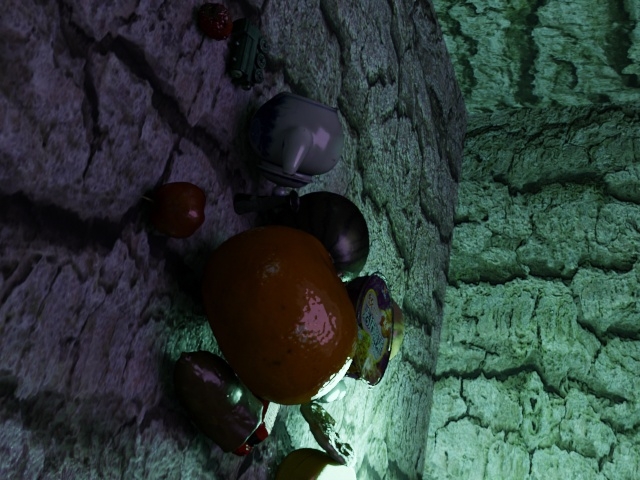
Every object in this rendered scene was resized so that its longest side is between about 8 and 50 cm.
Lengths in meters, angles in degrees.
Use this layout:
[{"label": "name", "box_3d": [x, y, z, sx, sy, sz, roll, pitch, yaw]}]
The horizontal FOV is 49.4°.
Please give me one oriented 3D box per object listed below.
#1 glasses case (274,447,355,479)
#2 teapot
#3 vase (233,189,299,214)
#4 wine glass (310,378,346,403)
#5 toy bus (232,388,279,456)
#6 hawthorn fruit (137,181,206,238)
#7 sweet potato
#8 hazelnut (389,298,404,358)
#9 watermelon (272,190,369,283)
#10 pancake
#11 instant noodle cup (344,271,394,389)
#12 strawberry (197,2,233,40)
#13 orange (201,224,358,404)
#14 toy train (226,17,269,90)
[{"label": "glasses case", "box_3d": [-0.017, 0.714, 2.071, 0.371, 0.141, 0.173, 42, 68, -58]}, {"label": "teapot", "box_3d": [-0.074, -0.242, 1.853, 0.424, 0.252, 0.280, -108, -144, -79]}, {"label": "vase", "box_3d": [-0.137, -0.097, 1.785, 0.059, 0.166, 0.059, -1, 90, -66]}, {"label": "wine glass", "box_3d": [0.003, 0.460, 2.172, 0.222, 0.103, 0.103, 32, 61, -63]}, {"label": "toy bus", "box_3d": [-0.171, 0.462, 1.798, 0.081, 0.089, 0.195, 65, 34, -41]}, {"label": "hawthorn fruit", "box_3d": [-0.310, -0.069, 1.484, 0.125, 0.140, 0.125, -161, -90, -89]}, {"label": "sweet potato", "box_3d": [-0.241, 0.355, 1.592, 0.370, 0.157, 0.158, 61, 36, -34]}, {"label": "hazelnut", "box_3d": [0.165, 0.312, 2.416, 0.261, 0.241, 0.261, 0, 89, -36]}, {"label": "watermelon", "box_3d": [0.000, 0.000, 1.942, 0.359, 0.278, 0.279, -98, -178, -79]}, {"label": "pancake", "box_3d": [0.024, 0.580, 2.102, 0.254, 0.037, 0.253, 48, 4, -5]}, {"label": "instant noodle cup", "box_3d": [0.044, 0.257, 2.058, 0.340, 0.265, 0.340, 1, 90, -67]}, {"label": "strawberry", "box_3d": [-0.248, -0.521, 1.661, 0.096, 0.083, 0.083, 70, 30, -47]}, {"label": "orange", "box_3d": [-0.085, 0.166, 1.620, 0.424, 0.326, 0.424, 62, -6, 11]}, {"label": "toy train", "box_3d": [-0.192, -0.477, 1.798, 0.111, 0.071, 0.171, 31, 63, -52]}]
